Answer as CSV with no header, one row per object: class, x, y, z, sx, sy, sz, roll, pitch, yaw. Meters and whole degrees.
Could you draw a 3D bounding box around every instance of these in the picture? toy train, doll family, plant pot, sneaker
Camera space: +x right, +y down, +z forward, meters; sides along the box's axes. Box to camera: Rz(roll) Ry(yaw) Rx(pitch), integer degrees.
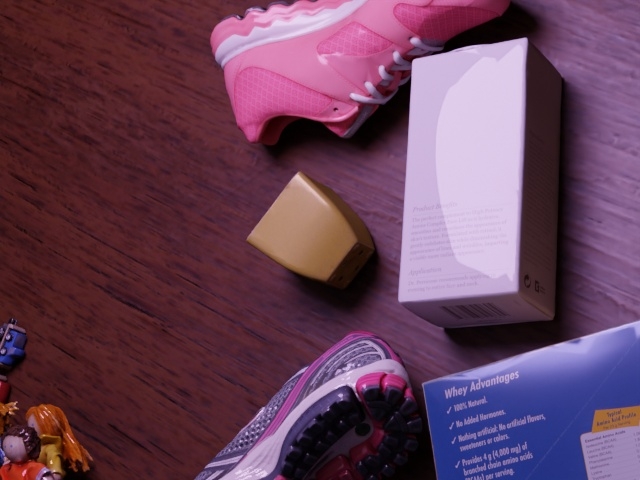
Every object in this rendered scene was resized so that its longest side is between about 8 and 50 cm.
toy train,-0.341,0.158,1.574,0.036,0.027,0.158,14,81,32
doll family,-0.310,0.238,1.486,0.263,0.118,0.163,-10,80,41
plant pot,0.000,0.000,1.384,0.083,0.081,0.081,40,96,24
sneaker,-0.033,0.202,1.322,0.299,0.121,0.112,-40,27,16
sneaker,0.045,-0.168,1.414,0.313,0.116,0.136,-13,82,31

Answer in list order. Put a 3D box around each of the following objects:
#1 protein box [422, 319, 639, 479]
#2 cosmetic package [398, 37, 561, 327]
protein box,0.206,0.190,1.145,0.199,0.136,0.201,-20,64,26
cosmetic package,0.140,-0.047,1.307,0.117,0.085,0.231,-6,68,32
